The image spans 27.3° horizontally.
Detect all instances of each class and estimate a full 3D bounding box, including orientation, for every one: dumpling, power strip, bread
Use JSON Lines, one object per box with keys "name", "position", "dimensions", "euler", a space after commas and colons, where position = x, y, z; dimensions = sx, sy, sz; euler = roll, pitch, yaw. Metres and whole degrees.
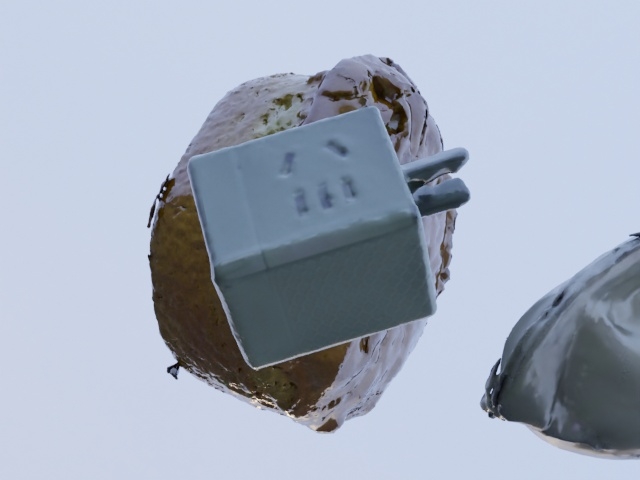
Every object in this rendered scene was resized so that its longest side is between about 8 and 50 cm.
{"name": "dumpling", "position": [0.195, 0.053, 0.786], "dimensions": [0.142, 0.247, 0.172], "euler": [34, -72, 32]}
{"name": "power strip", "position": [0.022, -0.010, 1.068], "dimensions": [0.224, 0.140, 0.139], "euler": [-16, -42, -1]}
{"name": "bread", "position": [0.000, 0.000, 1.393], "dimensions": [0.215, 0.398, 0.398], "euler": [7, -47, 28]}
